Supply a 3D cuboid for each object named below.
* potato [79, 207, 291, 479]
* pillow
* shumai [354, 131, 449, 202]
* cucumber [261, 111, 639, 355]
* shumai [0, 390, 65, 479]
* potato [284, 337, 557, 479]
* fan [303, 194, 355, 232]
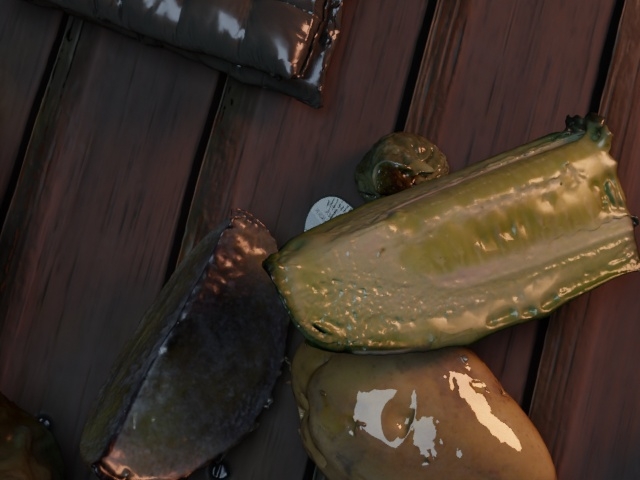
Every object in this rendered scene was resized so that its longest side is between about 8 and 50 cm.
[{"bbox_3d":[-0.112,0.113,1.503,0.120,0.100,0.261,38,68,-22],"label":"potato"},{"bbox_3d":[-0.110,-0.279,1.570,0.326,0.101,0.228,20,83,15],"label":"pillow"},{"bbox_3d":[0.065,-0.061,1.499,0.083,0.080,0.082,3,77,13],"label":"shumai"},{"bbox_3d":[0.100,0.011,1.414,0.325,0.105,0.145,-20,95,-23],"label":"cucumber"},{"bbox_3d":[-0.298,0.201,1.352,0.272,0.203,0.222,-32,88,-37],"label":"shumai"},{"bbox_3d":[0.075,0.156,1.426,0.161,0.128,0.235,-40,79,3],"label":"potato"},{"bbox_3d":[0.009,0.000,1.535,0.060,0.003,0.080,22,82,15],"label":"fan"}]
